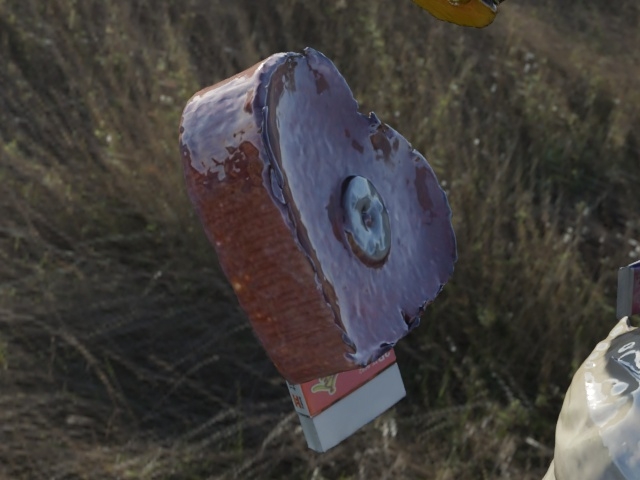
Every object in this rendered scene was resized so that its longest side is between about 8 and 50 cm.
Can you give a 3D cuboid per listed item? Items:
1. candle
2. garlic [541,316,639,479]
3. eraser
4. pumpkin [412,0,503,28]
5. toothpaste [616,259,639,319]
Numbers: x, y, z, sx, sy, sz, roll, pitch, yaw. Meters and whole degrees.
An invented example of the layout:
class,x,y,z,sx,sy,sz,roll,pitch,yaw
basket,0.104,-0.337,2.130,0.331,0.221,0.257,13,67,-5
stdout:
class,x,y,z,sx,sy,sz,roll,pitch,yaw
candle,0.000,0.000,1.077,0.317,0.131,0.287,31,48,-45
garlic,0.152,0.146,0.530,0.143,0.229,0.178,-34,46,1
eraser,0.018,0.134,1.484,0.157,0.230,0.038,-30,22,-33
pumpkin,0.074,-0.207,0.623,0.119,0.183,0.107,32,77,21
toothpaste,0.509,0.026,1.539,0.266,0.096,0.061,-22,41,-13
